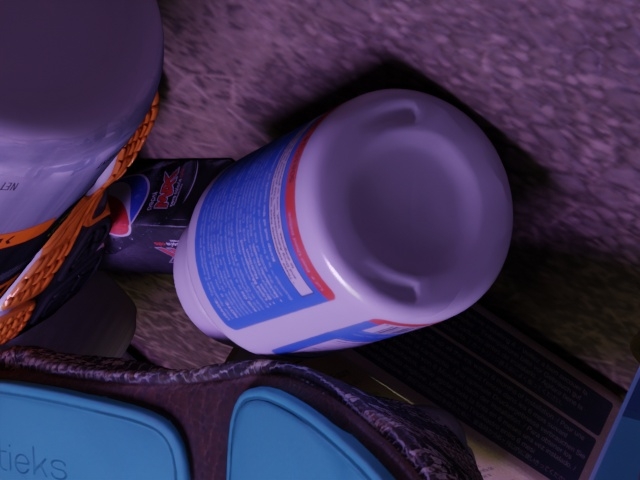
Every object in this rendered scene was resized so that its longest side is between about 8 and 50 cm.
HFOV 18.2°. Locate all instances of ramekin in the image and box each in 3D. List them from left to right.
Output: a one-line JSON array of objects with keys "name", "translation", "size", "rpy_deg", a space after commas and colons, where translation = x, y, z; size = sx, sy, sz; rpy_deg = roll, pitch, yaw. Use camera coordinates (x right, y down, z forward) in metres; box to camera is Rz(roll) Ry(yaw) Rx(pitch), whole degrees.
[{"name": "ramekin", "translation": [-0.227, 0.040, 1.412], "size": [0.207, 0.109, 0.207], "rpy_deg": [36, 169, 8]}]

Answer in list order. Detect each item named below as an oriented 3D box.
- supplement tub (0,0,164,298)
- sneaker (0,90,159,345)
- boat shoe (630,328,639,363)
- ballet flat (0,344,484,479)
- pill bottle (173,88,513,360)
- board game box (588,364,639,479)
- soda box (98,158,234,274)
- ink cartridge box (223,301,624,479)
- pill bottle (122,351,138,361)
[{"name": "supplement tub", "translation": [-0.243, -0.041, 1.053], "size": [0.207, 0.207, 0.338], "rpy_deg": [33, 135, -12]}, {"name": "sneaker", "translation": [-0.190, -0.039, 1.217], "size": [0.121, 0.099, 0.262], "rpy_deg": [42, 130, 14]}, {"name": "boat shoe", "translation": [0.218, 0.033, 1.032], "size": [0.056, 0.048, 0.153], "rpy_deg": [42, 150, -2]}, {"name": "ballet flat", "translation": [-0.024, 0.138, 1.161], "size": [0.182, 0.164, 0.483], "rpy_deg": [-7, -169, -41]}, {"name": "pill bottle", "translation": [0.000, 0.000, 1.096], "size": [0.124, 0.124, 0.221], "rpy_deg": [36, 156, -17]}, {"name": "board game box", "translation": [0.203, 0.092, 0.780], "size": [0.079, 0.336, 0.254], "rpy_deg": [12, 152, 34]}, {"name": "soda box", "translation": [-0.106, -0.015, 1.278], "size": [0.169, 0.053, 0.060], "rpy_deg": [1, 145, 47]}, {"name": "ink cartridge box", "translation": [0.056, 0.107, 1.305], "size": [0.193, 0.088, 0.235], "rpy_deg": [35, 157, -11]}, {"name": "pill bottle", "translation": [-0.157, 0.151, 1.643], "size": [0.087, 0.087, 0.160], "rpy_deg": [2, 145, 47]}]
